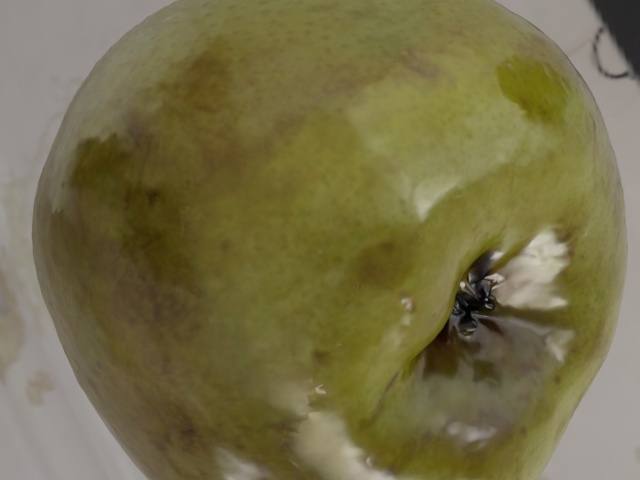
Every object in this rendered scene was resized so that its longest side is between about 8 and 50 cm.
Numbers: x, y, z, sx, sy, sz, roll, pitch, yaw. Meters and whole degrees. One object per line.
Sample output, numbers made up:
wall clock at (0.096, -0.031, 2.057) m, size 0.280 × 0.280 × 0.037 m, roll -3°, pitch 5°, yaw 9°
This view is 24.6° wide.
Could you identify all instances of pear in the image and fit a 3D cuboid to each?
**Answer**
pear at (0.000, 0.000, 0.748) m, size 0.304 × 0.304 × 0.304 m, roll 10°, pitch -72°, yaw 34°
